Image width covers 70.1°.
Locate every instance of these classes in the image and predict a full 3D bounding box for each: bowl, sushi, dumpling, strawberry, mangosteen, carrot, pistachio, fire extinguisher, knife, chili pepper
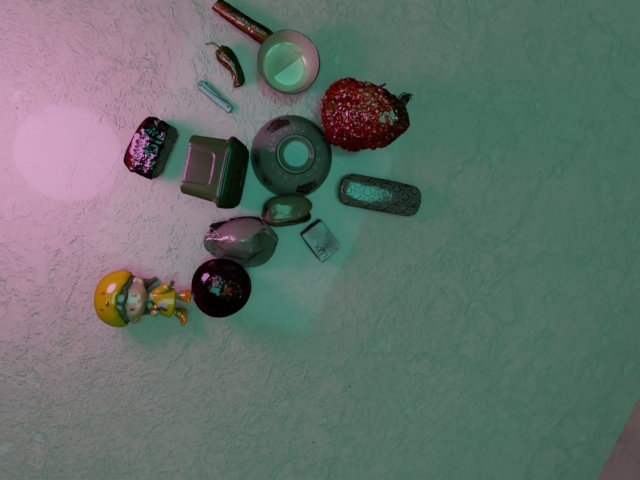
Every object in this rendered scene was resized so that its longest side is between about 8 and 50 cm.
[{"bbox_3d":[-0.105,-0.335,1.791,0.337,0.157,0.337,-1,96,-10],"label":"bowl"},{"bbox_3d":[-0.633,-0.344,1.711,0.126,0.136,0.225,30,95,-3],"label":"sushi"},{"bbox_3d":[-0.310,-0.001,1.809,0.293,0.204,0.163,-6,65,2],"label":"dumpling"},{"bbox_3d":[0.168,-0.487,1.715,0.292,0.343,0.292,2,87,-44],"label":"strawberry"},{"bbox_3d":[-0.368,0.184,1.746,0.235,0.261,0.235,-3,96,-31],"label":"mangosteen"},{"bbox_3d":[-0.291,-0.834,1.749,0.260,0.070,0.070,31,91,-9],"label":"carrot"},{"bbox_3d":[-0.134,-0.115,1.825,0.206,0.131,0.129,-5,140,-10],"label":"pistachio"},{"bbox_3d":[0.335,-0.564,1.900,0.056,0.039,0.132,33,90,-21],"label":"fire extinguisher"},{"bbox_3d":[-0.410,-0.564,1.780,0.162,0.023,0.044,38,85,-11],"label":"knife"},{"bbox_3d":[-0.355,-0.691,1.749,0.073,0.072,0.204,-34,101,-3],"label":"chili pepper"},{"bbox_3d":[-0.127,-0.674,1.762,0.237,0.126,0.238,-1,97,-10],"label":"bowl"}]

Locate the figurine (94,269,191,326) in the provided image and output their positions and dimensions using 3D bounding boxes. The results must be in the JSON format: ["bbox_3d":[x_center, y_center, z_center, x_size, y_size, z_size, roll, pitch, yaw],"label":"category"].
[{"bbox_3d":[-0.682,0.236,1.750,0.343,0.187,0.215,12,85,-17],"label":"figurine"}]

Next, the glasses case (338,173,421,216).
[{"bbox_3d":[0.250,-0.189,1.902,0.354,0.085,0.137,10,94,-11],"label":"glasses case"}]

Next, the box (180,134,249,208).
[{"bbox_3d":[-0.383,-0.252,1.679,0.177,0.329,0.253,11,93,1],"label":"box"}]

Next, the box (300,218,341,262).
[{"bbox_3d":[0.000,0.000,1.896,0.111,0.060,0.156,-38,100,-2],"label":"box"}]
